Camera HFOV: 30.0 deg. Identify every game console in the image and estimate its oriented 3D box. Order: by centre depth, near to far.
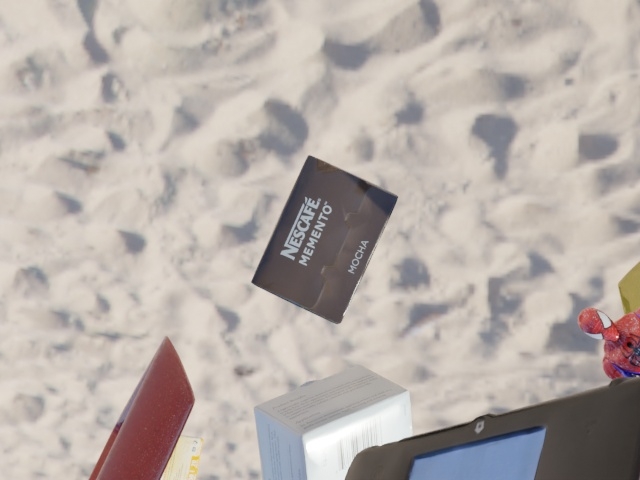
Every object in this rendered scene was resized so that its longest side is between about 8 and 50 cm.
[{"bbox_3d":[0.104,0.292,0.973,0.060,0.342,0.387,32,146,-25],"label":"game console"}]

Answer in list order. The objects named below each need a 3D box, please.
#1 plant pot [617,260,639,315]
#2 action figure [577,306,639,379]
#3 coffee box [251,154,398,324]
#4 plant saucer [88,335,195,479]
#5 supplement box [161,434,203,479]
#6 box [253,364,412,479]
[{"bbox_3d":[0.463,0.097,1.358,0.187,0.212,0.212,-26,132,26],"label":"plant pot"},{"bbox_3d":[0.363,0.146,1.099,0.280,0.139,0.091,30,102,0],"label":"action figure"},{"bbox_3d":[0.000,0.000,1.503,0.119,0.168,0.297,25,178,-1],"label":"coffee box"},{"bbox_3d":[-0.179,0.233,0.958,0.048,0.258,0.259,27,150,-7],"label":"plant saucer"},{"bbox_3d":[-0.189,0.256,1.401,0.036,0.062,0.098,2,169,46],"label":"supplement box"},{"bbox_3d":[0.022,0.291,1.615,0.119,0.181,0.181,23,124,52],"label":"box"}]
